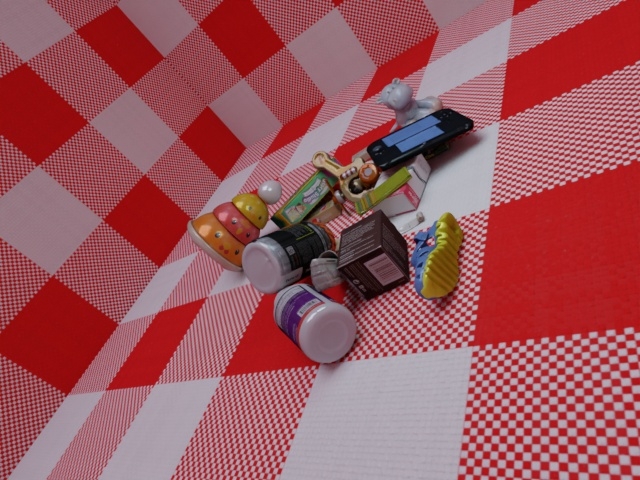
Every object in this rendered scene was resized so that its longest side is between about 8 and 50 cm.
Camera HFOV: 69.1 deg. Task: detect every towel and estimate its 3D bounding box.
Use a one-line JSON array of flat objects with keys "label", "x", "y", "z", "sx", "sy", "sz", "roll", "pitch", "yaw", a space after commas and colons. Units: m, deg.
[{"label": "towel", "x": 0.226, "y": -0.184, "z": 1.715, "sx": 0.237, "sy": 0.021, "sz": 0.102, "roll": -37, "pitch": 29, "yaw": 15}]

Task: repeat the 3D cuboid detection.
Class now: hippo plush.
[{"label": "hippo plush", "x": 0.406, "y": -0.644, "z": 2.152, "sx": 0.234, "sy": 0.236, "sz": 0.294, "roll": -42, "pitch": 26, "yaw": 2}]

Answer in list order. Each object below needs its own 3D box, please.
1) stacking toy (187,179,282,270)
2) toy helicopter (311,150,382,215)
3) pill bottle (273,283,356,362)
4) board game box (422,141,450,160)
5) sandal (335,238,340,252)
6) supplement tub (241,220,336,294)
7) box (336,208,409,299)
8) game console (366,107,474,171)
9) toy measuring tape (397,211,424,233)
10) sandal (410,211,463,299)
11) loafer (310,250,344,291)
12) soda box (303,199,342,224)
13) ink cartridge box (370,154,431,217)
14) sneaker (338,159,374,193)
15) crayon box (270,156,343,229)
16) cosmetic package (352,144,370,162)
[{"label": "stacking toy", "x": -0.378, "y": -0.118, "z": 2.276, "sx": 0.480, "sy": 0.351, "sz": 0.350, "roll": -47, "pitch": 25, "yaw": 3}, {"label": "toy helicopter", "x": 0.094, "y": -0.263, "z": 1.984, "sx": 0.355, "sy": 0.140, "sz": 0.234, "roll": 36, "pitch": 99, "yaw": 26}, {"label": "pill bottle", "x": -0.034, "y": 0.245, "z": 1.466, "sx": 0.181, "sy": 0.181, "sz": 0.323, "roll": -47, "pitch": 25, "yaw": -10}, {"label": "board game box", "x": 0.477, "y": -0.428, "z": 1.960, "sx": 0.136, "sy": 0.030, "sz": 0.259, "roll": -28, "pitch": 29, "yaw": 32}, {"label": "sandal", "x": -0.003, "y": 0.005, "z": 1.909, "sx": 0.240, "sy": 0.079, "sz": 0.088, "roll": -2, "pitch": 47, "yaw": 54}, {"label": "supplement tub", "x": -0.105, "y": 0.050, "z": 1.722, "sx": 0.207, "sy": 0.207, "sz": 0.338, "roll": -16, "pitch": 6, "yaw": 43}, {"label": "box", "x": 0.171, "y": 0.046, "z": 1.496, "sx": 0.167, "sy": 0.168, "sz": 0.203, "roll": -30, "pitch": 28, "yaw": 26}, {"label": "game console", "x": 0.378, "y": -0.409, "z": 1.849, "sx": 0.387, "sy": 0.060, "sz": 0.342, "roll": -25, "pitch": 19, "yaw": 8}, {"label": "toy measuring tape", "x": 0.198, "y": -0.035, "z": 1.648, "sx": 0.330, "sy": 0.121, "sz": 0.121, "roll": -32, "pitch": 28, "yaw": 21}, {"label": "sandal", "x": 0.320, "y": 0.055, "z": 1.343, "sx": 0.138, "sy": 0.126, "sz": 0.317, "roll": -25, "pitch": 22, "yaw": 39}, {"label": "loafer", "x": 0.047, "y": 0.084, "z": 1.549, "sx": 0.112, "sy": 0.111, "sz": 0.319, "roll": -21, "pitch": -1, "yaw": 16}, {"label": "soda box", "x": 0.009, "y": -0.112, "z": 2.094, "sx": 0.181, "sy": 0.061, "sz": 0.058, "roll": -29, "pitch": 28, "yaw": 27}, {"label": "ink cartridge box", "x": 0.305, "y": -0.211, "z": 1.782, "sx": 0.172, "sy": 0.100, "sz": 0.237, "roll": -15, "pitch": 38, "yaw": 44}, {"label": "sneaker", "x": 0.194, "y": -0.273, "z": 2.081, "sx": 0.225, "sy": 0.088, "sz": 0.092, "roll": -36, "pitch": 47, "yaw": 14}, {"label": "crayon box", "x": -0.064, "y": -0.211, "z": 2.200, "sx": 0.363, "sy": 0.106, "sz": 0.313, "roll": -47, "pitch": 7, "yaw": -11}, {"label": "cosmetic package", "x": 0.214, "y": -0.420, "z": 2.303, "sx": 0.115, "sy": 0.041, "sz": 0.060, "roll": -29, "pitch": 28, "yaw": 26}]
